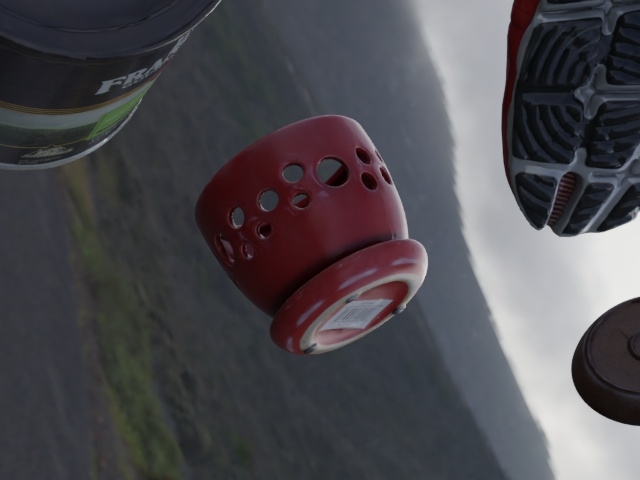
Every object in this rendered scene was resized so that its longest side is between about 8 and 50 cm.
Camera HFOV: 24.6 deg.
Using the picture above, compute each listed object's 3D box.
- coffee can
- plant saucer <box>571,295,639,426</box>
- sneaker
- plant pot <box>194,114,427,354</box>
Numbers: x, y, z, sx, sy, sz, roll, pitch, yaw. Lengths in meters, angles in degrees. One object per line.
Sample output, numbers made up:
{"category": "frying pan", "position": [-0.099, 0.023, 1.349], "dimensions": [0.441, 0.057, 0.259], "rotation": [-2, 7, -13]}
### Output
{"category": "coffee can", "position": [-0.176, -0.171, 0.926], "dimensions": [0.201, 0.201, 0.275], "rotation": [67, -21, 2]}
{"category": "plant saucer", "position": [0.327, 0.108, 1.437], "dimensions": [0.168, 0.168, 0.029], "rotation": [-119, -174, -50]}
{"category": "sneaker", "position": [0.131, -0.141, 0.662], "dimensions": [0.118, 0.107, 0.279], "rotation": [-140, -123, -73]}
{"category": "plant pot", "position": [0.000, 0.000, 1.415], "dimensions": [0.174, 0.191, 0.191], "rotation": [57, -9, 22]}
